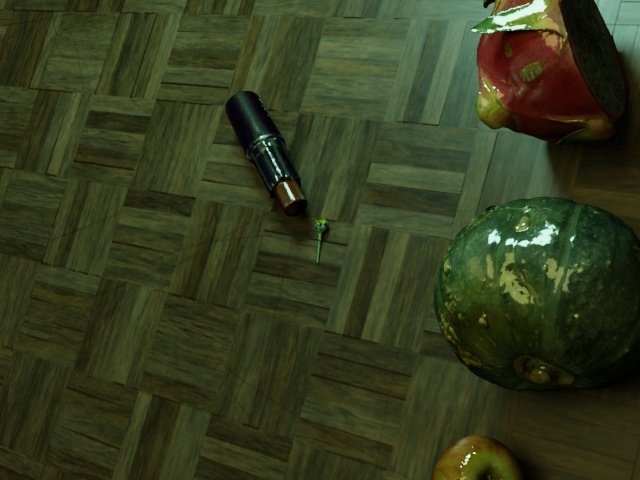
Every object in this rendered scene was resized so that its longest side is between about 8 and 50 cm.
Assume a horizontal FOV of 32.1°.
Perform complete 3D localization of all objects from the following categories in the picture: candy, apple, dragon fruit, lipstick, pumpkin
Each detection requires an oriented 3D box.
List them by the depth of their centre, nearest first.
[{"bbox_3d":[0.319,0.078,1.610,0.327,0.291,0.257,3,60,26],"label":"pumpkin"},{"bbox_3d":[0.235,0.367,1.670,0.146,0.146,0.146,-12,68,32],"label":"apple"},{"bbox_3d":[0.344,-0.280,1.727,0.189,0.290,0.291,-16,66,32],"label":"dragon fruit"},{"bbox_3d":[0.000,0.000,2.034,0.025,0.023,0.083,4,83,-5],"label":"candy"},{"bbox_3d":[-0.100,-0.166,2.120,0.081,0.081,0.300,-41,54,17],"label":"lipstick"}]
